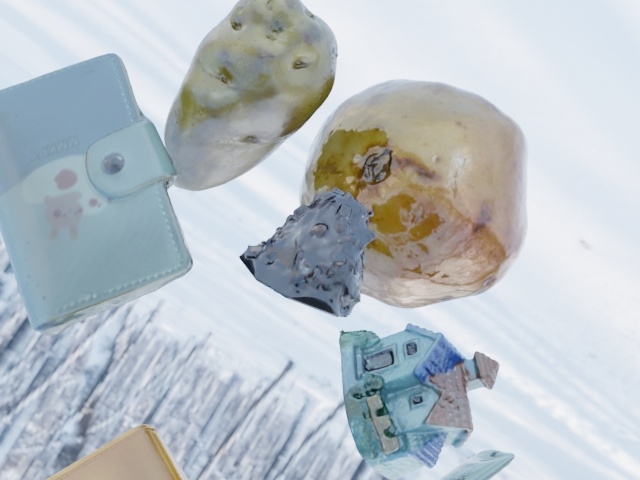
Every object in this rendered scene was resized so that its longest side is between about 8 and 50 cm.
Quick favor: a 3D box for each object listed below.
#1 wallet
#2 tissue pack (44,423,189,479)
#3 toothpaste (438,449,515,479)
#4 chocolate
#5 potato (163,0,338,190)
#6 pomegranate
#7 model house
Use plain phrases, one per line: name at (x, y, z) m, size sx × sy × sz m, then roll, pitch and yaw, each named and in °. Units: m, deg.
wallet at (-0.325, -0.075, 1.293) m, size 0.083 × 0.252 × 0.360 m, roll 74°, pitch 174°, yaw -75°
tissue pack at (-0.205, 0.380, 1.081) m, size 0.274 × 0.194 × 0.145 m, roll 48°, pitch 163°, yaw 40°
toothpaste at (0.180, 0.350, 1.329) m, size 0.067 × 0.255 × 0.037 m, roll -6°, pitch 101°, yaw 46°
chocolate at (0.000, 0.000, 1.138) m, size 0.156 × 0.133 × 0.156 m, roll 26°, pitch -173°, yaw -3°
potato at (-0.112, -0.194, 1.363) m, size 0.176 × 0.195 × 0.369 m, roll 42°, pitch 134°, yaw -1°
pomegranate at (0.159, -0.072, 1.543) m, size 0.410 × 0.410 × 0.410 m, roll 30°, pitch 170°, yaw 6°
model house at (0.109, 0.152, 0.979) m, size 0.148 × 0.148 × 0.119 m, roll -22°, pitch 135°, yaw 17°
